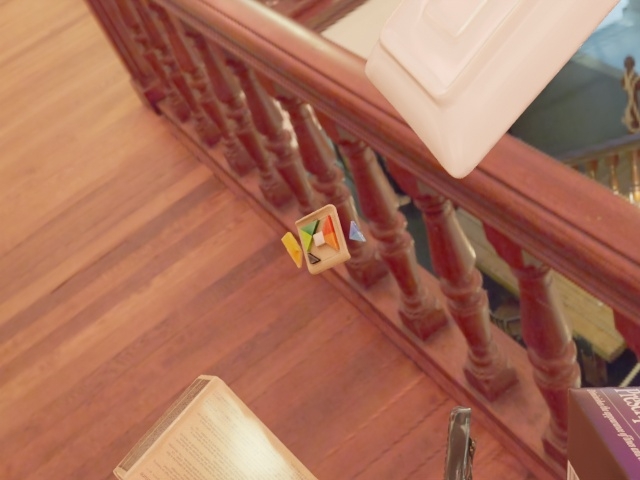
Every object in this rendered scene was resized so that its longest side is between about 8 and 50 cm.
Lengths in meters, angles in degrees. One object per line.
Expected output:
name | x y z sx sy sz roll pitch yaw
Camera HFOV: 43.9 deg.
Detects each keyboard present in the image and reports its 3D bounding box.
keyboard | 0.292 0.517 1.708 0.033 0.201 0.317 4 82 28

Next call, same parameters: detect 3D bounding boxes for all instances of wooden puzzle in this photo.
wooden puzzle | 0.000 0.000 0.996 0.116 0.014 0.079 -34 73 35

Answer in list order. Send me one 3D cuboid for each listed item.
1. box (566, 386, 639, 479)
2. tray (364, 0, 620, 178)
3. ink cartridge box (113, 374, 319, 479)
box | 0.241 0.155 0.394 0.184 0.103 0.261 0 7 5
tray | 0.124 -0.175 0.434 0.270 0.030 0.145 -51 37 18
ink cartridge box | -0.148 0.344 1.153 0.193 0.235 0.088 -46 14 -22
